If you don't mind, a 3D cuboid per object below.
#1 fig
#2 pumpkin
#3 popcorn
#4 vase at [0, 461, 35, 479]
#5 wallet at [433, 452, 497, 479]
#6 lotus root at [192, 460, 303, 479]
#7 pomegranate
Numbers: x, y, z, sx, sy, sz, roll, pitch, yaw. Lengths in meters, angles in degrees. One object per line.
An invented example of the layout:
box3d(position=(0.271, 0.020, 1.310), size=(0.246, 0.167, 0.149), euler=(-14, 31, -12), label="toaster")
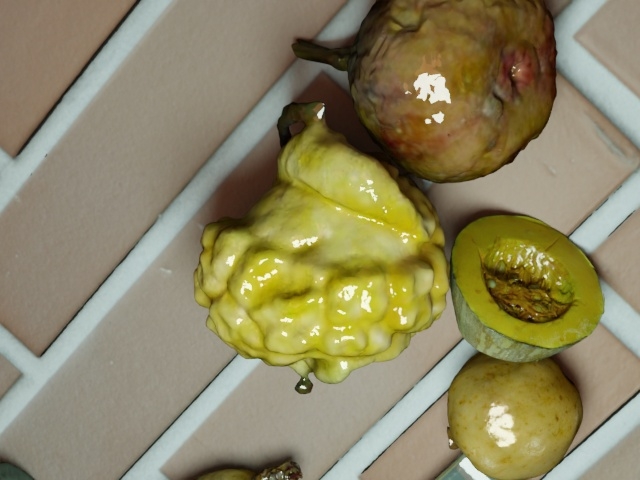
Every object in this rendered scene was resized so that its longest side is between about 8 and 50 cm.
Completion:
box3d(position=(0.113, -0.238, 1.520), size=(0.368, 0.286, 0.286), euler=(23, 108, 38), label="fig")
box3d(position=(0.259, 0.079, 1.568), size=(0.217, 0.217, 0.110), euler=(29, 132, 4), label="pumpkin")
box3d(position=(0.000, 0.000, 1.517), size=(0.349, 0.349, 0.382), euler=(-3, 111, 12), label="popcorn")
box3d(position=(-0.586, 0.492, 1.794), size=(0.291, 0.245, 0.245), euler=(-20, 98, 19), label="vase")
box3d(position=(0.270, 0.491, 1.692), size=(0.360, 0.083, 0.252), euler=(45, 108, 6), label="wallet")
box3d(position=(-0.160, 0.436, 1.731), size=(0.342, 0.151, 0.169), euler=(-36, 96, 21), label="lotus root")
box3d(position=(0.252, 0.237, 1.600), size=(0.196, 0.196, 0.196), euler=(2, 103, 11), label="pomegranate")
